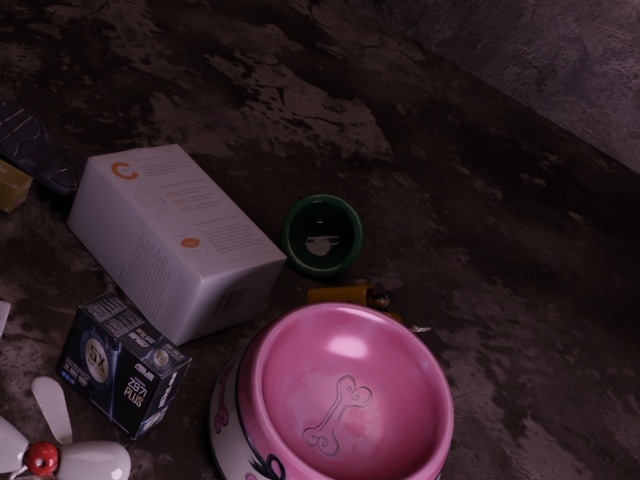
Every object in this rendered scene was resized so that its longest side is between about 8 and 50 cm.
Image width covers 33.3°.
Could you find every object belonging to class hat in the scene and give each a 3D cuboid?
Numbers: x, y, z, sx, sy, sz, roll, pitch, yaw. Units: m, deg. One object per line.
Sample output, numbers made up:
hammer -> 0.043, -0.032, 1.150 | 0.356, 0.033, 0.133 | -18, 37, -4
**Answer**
hat -> 0.000, 0.000, 2.290 | 0.173, 0.183, 0.208 | 21, 74, 2

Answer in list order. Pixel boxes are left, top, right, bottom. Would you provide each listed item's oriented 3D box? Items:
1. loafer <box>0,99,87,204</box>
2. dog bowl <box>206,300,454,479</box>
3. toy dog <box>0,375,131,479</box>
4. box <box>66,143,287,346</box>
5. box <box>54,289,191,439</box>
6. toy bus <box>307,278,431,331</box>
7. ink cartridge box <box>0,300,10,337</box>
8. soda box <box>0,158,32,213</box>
loafer -> -0.547, -0.159, 2.075 | 0.302, 0.095, 0.109 | 37, 63, 23
dog bowl -> 0.033, 0.275, 1.705 | 0.408, 0.150, 0.408 | 11, 51, -14
toy dog -> -0.440, 0.275, 1.446 | 0.333, 0.220, 0.161 | 38, -8, -15
box -> -0.268, 0.000, 1.958 | 0.215, 0.168, 0.345 | -15, 52, -47
box -> -0.310, 0.195, 1.671 | 0.180, 0.147, 0.077 | 38, 33, 15
toy bus -> 0.074, 0.125, 2.004 | 0.202, 0.191, 0.104 | -3, 88, -30
ink cartridge box -> -0.547, 0.158, 1.629 | 0.104, 0.060, 0.180 | 19, 33, -15
soda box -> -0.627, -0.126, 1.969 | 0.181, 0.061, 0.058 | 29, 32, 2
